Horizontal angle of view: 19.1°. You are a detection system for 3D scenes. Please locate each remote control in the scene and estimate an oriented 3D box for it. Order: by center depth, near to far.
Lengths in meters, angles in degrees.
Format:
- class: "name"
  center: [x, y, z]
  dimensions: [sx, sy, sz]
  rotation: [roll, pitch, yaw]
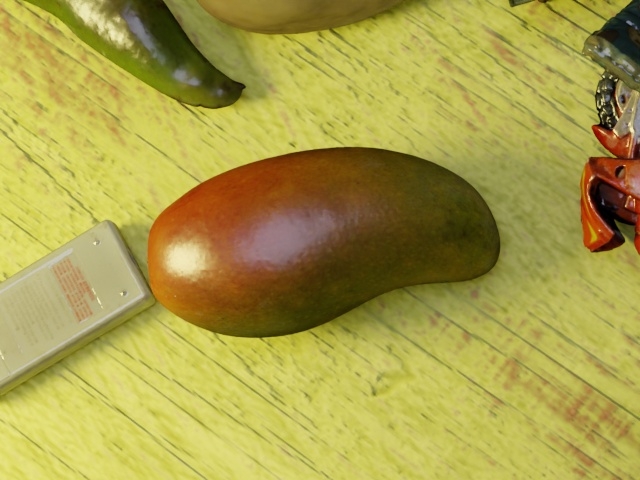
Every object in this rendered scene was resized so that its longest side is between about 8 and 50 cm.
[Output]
- class: "remote control"
  center: [-0.242, 0.064, 1.653]
  dimensions: [0.190, 0.029, 0.087]
  rotation: [-32, 73, 3]

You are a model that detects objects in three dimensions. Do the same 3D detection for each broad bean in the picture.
- class: "broad bean"
  center: [-0.208, -0.219, 1.693]
  dimensions: [0.339, 0.061, 0.077]
  rotation: [33, 93, 17]

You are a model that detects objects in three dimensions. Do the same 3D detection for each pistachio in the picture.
- class: "pistachio"
  center: [-0.003, -0.247, 1.631]
  dimensions: [0.226, 0.136, 0.136]
  rotation: [-11, 76, 2]

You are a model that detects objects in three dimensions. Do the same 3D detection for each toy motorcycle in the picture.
- class: "toy motorcycle"
  center: [0.315, -0.016, 1.524]
  dimensions: [0.171, 0.089, 0.298]
  rotation: [-46, 74, 0]

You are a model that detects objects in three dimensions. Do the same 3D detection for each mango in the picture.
- class: "mango"
  center: [-0.003, -0.005, 1.572]
  dimensions: [0.289, 0.129, 0.146]
  rotation: [-17, 73, -1]

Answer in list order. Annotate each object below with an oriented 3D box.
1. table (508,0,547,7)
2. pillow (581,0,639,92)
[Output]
- class: "table"
  center: [0.260, -0.276, 1.582]
  dimensions: [0.240, 0.111, 0.121]
  rotation: [-15, 75, 8]
- class: "pillow"
  center: [0.349, -0.123, 1.517]
  dimensions: [0.255, 0.034, 0.189]
  rotation: [35, 44, 16]
